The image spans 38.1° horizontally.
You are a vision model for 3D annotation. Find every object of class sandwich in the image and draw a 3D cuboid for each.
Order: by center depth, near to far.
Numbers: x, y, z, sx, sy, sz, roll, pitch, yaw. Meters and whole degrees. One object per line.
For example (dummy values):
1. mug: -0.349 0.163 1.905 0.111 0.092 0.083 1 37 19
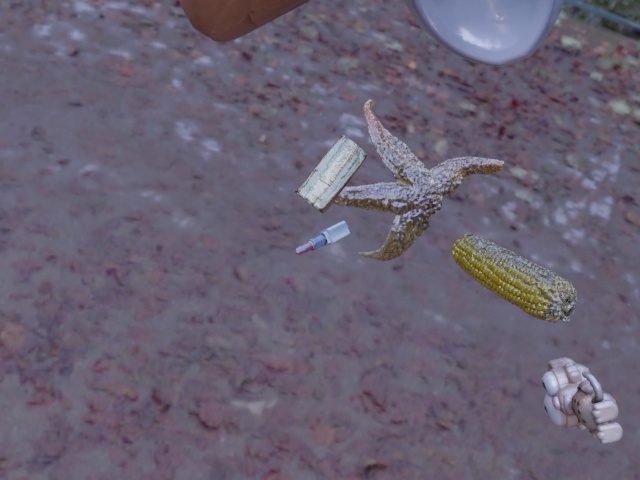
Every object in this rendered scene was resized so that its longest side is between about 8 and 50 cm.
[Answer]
1. sandwich: 0.026 -0.144 2.027 0.079 0.163 0.113 38 2 2

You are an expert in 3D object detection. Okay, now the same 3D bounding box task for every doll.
1. doll: 0.543 0.331 1.926 0.119 0.154 0.278 -15 0 -4

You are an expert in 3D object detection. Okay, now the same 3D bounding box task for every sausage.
1. sausage: -0.045 -0.335 1.098 0.121 0.304 0.121 27 54 -45

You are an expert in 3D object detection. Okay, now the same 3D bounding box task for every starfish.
1. starfish: 0.201 -0.129 2.270 0.384 0.398 0.132 34 3 -10

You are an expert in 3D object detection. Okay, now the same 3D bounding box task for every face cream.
1. face cream: 0.202 -0.399 1.197 0.219 0.312 0.357 -18 33 19

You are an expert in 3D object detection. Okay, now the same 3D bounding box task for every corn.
1. corn: 0.423 0.082 2.040 0.115 0.115 0.318 -22 39 -40

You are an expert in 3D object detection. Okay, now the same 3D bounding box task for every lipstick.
1. lipstick: 0.000 0.000 1.461 0.107 0.025 0.025 -28 97 -37
